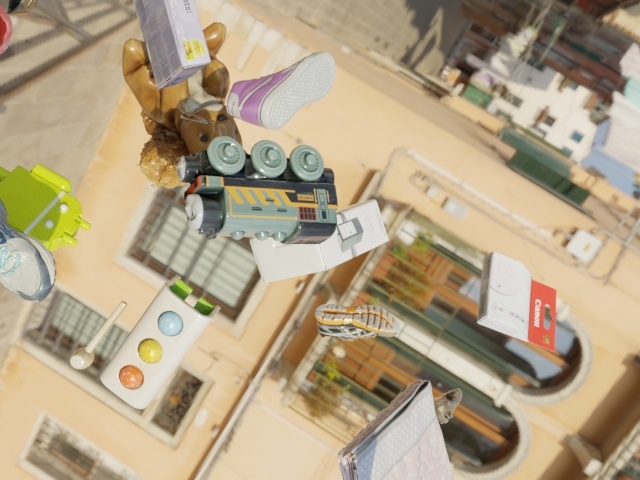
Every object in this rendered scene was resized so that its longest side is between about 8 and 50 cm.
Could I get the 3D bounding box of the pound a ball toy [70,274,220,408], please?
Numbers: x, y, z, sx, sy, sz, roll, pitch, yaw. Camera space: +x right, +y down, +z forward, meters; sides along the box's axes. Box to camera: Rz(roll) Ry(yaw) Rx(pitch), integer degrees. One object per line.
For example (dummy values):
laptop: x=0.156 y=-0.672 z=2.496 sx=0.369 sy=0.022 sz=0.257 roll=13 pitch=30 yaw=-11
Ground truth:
pound a ball toy: x=-0.400 y=0.220 z=1.642 sx=0.319 sy=0.208 sz=0.136 roll=-52 pitch=-179 yaw=15

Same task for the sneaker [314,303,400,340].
sneaker: x=0.092 y=0.213 z=1.877 sx=0.084 sy=0.215 sz=0.083 roll=-72 pitch=168 yaw=-55

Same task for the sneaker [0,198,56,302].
sneaker: x=-0.595 y=0.008 z=1.337 sx=0.110 sy=0.283 sz=0.122 roll=-50 pitch=166 yaw=9

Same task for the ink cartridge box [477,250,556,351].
ink cartridge box: x=0.509 y=0.153 z=1.882 sx=0.066 sy=0.232 sz=0.189 roll=126 pitch=-20 yaw=-57

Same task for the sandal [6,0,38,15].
sandal: x=-0.609 y=-0.522 z=1.542 sx=0.120 sy=0.086 sz=0.302 roll=-12 pitch=-146 yaw=47

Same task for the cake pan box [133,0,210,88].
cake pan box: x=-0.328 y=-0.466 z=1.598 sx=0.070 sy=0.245 sz=0.267 roll=-16 pitch=-174 yaw=-23

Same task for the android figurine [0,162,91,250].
android figurine: x=-0.658 y=-0.074 z=1.697 sx=0.056 sy=0.273 sz=0.248 roll=-56 pitch=-175 yaw=40

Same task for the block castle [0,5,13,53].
block castle: x=-0.669 y=-0.215 z=1.053 sx=0.453 sy=0.213 sz=0.303 roll=-65 pitch=150 yaw=-11

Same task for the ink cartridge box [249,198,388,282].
ink cartridge box: x=0.000 y=0.000 z=1.779 sx=0.198 sy=0.114 sz=0.273 roll=-14 pitch=-175 yaw=39

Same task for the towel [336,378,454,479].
towel: x=0.180 y=0.512 z=1.627 sx=0.332 sy=0.053 sz=0.316 roll=-31 pitch=112 yaw=-46

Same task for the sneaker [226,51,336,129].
sneaker: x=-0.093 y=-0.343 z=1.633 sx=0.282 sy=0.161 sz=0.102 roll=-42 pitch=136 yaw=-40

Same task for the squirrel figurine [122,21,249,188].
squirrel figurine: x=-0.333 y=-0.305 z=1.962 sx=0.281 sy=0.370 sz=0.397 roll=-18 pitch=154 yaw=-35

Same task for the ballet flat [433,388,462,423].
ballet flat: x=0.335 y=0.439 z=1.985 sx=0.084 sy=0.058 sz=0.250 roll=-30 pitch=169 yaw=12

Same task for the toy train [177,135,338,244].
toy train: x=-0.114 y=-0.090 z=1.467 sx=0.142 sy=0.334 sz=0.190 roll=-32 pitch=-119 yaw=54
